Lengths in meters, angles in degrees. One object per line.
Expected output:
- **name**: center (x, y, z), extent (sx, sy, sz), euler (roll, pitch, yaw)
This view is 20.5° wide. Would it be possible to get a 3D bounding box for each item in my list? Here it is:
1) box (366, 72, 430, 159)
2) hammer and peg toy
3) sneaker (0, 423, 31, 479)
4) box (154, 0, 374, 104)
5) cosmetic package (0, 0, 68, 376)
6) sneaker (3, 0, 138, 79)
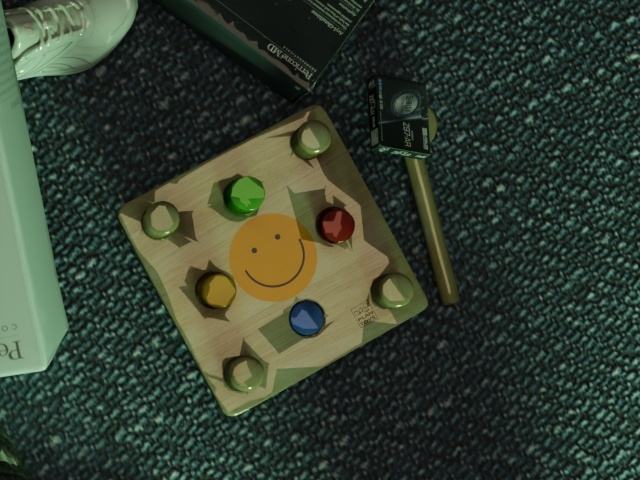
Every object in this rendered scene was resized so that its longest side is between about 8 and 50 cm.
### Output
- **box**: center (0.083, -0.131, 1.880), extent (0.067, 0.018, 0.083), euler (9, 69, -31)
- **hammer and peg toy**: center (0.000, 0.000, 1.886), extent (0.361, 0.127, 0.266), euler (-28, 91, -11)
- **sneaker**: center (-0.427, 0.247, 1.696), extent (0.182, 0.410, 0.158), euler (-31, 72, 19)
- **box**: center (-0.073, -0.300, 1.910), extent (0.261, 0.103, 0.184), euler (37, 77, -6)
- **cosmetic package**: center (-0.410, -0.088, 1.735), extent (0.230, 0.161, 0.453), euler (-10, 102, 1)
- **sneaker**: center (-0.296, -0.213, 1.854), extent (0.232, 0.115, 0.090), euler (-26, 91, -11)
